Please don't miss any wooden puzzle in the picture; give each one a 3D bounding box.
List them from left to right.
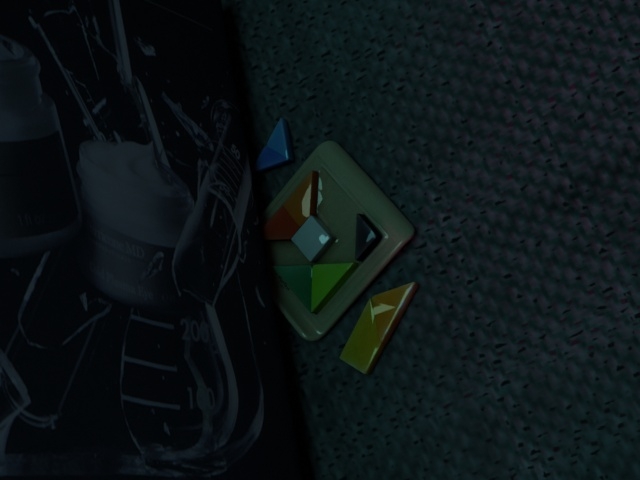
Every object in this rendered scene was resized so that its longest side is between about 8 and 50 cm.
[{"bbox_3d":[0.000,0.000,0.598,0.116,0.014,0.078,42,101,29],"label":"wooden puzzle"}]

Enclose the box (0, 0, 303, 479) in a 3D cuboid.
[{"bbox_3d":[-0.184,0.019,0.503,0.179,0.343,0.312,-21,72,30],"label":"box"}]
